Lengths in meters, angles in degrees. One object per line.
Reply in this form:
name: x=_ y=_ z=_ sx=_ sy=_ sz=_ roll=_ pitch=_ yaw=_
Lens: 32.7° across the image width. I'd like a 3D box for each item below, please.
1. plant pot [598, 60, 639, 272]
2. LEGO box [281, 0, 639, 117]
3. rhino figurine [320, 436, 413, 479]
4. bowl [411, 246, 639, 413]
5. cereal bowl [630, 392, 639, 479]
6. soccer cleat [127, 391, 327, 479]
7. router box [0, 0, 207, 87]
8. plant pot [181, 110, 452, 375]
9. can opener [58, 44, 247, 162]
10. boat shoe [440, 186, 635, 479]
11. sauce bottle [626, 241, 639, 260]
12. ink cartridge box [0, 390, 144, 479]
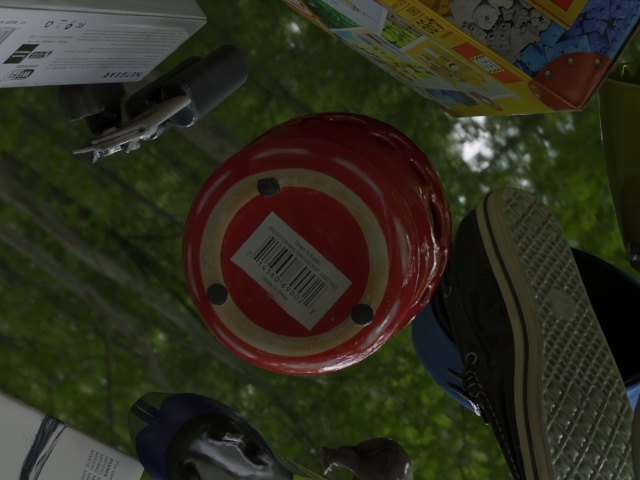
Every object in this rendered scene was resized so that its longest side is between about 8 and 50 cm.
plant pot: x=0.538 y=-0.098 z=1.606 sx=0.274 sy=0.274 sz=0.294 roll=16 pitch=-66 yaw=42
LEGO box: x=0.115 y=-0.318 z=1.241 sx=0.193 sy=0.372 sz=0.500 roll=-57 pitch=-172 yaw=1
rhino figurine: x=0.056 y=0.327 z=1.282 sx=0.106 sy=0.243 sz=0.073 roll=-3 pitch=-148 yaw=-2
bowl: x=0.335 y=0.130 z=1.641 sx=0.391 sy=0.077 sz=0.391 roll=5 pitch=-144 yaw=-4
cereal bowl: x=0.442 y=0.150 z=0.983 sx=0.339 sy=0.339 sz=0.141 roll=-27 pitch=-145 yaw=18
soccer cleat: x=-0.055 y=0.216 z=0.932 sx=0.121 sy=0.289 sz=0.093 roll=22 pitch=-111 yaw=48
router box: x=-0.255 y=-0.242 z=0.696 sx=0.082 sy=0.335 sz=0.301 roll=-36 pitch=-96 yaw=24
plant pot: x=0.000 y=0.000 z=0.817 sx=0.191 sy=0.174 sz=0.191 roll=1 pitch=-83 yaw=9
can opener: x=-0.148 y=-0.145 z=0.996 sx=0.076 sy=0.095 sz=0.283 roll=-16 pitch=-163 yaw=21
boat shoe: x=0.251 y=0.167 z=1.319 sx=0.156 sy=0.186 sz=0.500 roll=-42 pitch=-136 yaw=37
sauce bottle: x=0.482 y=0.023 z=1.482 sx=0.128 sy=0.042 sz=0.042 roll=5 pitch=-121 yaw=7
ink cartridge box: x=-0.285 y=0.171 z=0.849 sx=0.172 sy=0.237 sz=0.100 roll=-4 pitch=-121 yaw=41
